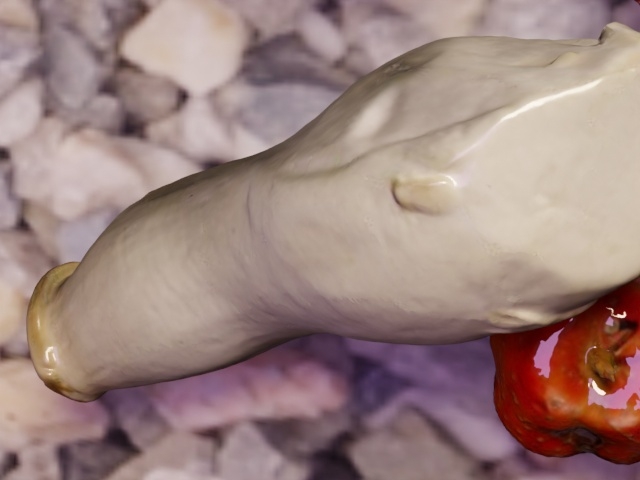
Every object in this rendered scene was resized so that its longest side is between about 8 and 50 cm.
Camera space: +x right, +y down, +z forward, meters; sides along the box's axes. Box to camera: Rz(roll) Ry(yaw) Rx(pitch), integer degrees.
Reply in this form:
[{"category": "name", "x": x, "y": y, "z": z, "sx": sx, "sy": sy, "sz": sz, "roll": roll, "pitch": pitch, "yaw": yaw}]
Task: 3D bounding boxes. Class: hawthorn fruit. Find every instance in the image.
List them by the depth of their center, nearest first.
[{"category": "hawthorn fruit", "x": 0.101, "y": 0.043, "z": 0.649, "sx": 0.093, "sy": 0.093, "sz": 0.093, "roll": 2, "pitch": 94, "yaw": 29}]

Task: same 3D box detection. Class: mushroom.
[{"category": "mushroom", "x": 0.000, "y": -0.001, "z": 0.668, "sx": 0.097, "sy": 0.109, "sz": 0.351, "roll": 47, "pitch": 144, "yaw": -19}]

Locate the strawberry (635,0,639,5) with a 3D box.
[{"category": "strawberry", "x": 0.174, "y": -0.121, "z": 0.506, "sx": 0.205, "sy": 0.244, "sz": 0.205, "roll": 2, "pitch": 103, "yaw": 10}]
